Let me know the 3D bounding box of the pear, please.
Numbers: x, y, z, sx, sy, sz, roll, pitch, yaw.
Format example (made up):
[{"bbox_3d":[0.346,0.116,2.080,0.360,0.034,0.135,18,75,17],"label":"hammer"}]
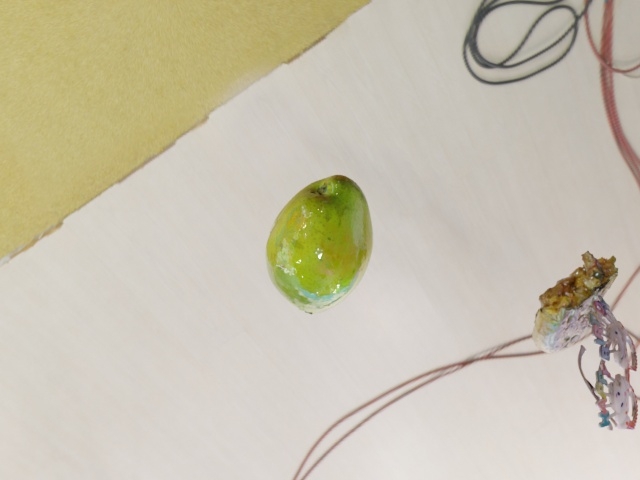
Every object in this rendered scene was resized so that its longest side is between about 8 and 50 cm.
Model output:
[{"bbox_3d":[0.000,0.000,0.943,0.187,0.187,0.220,7,122,-18],"label":"pear"}]

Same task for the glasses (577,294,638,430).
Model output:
[{"bbox_3d":[0.500,0.224,1.037,0.095,0.256,0.162,-16,138,37],"label":"glasses"}]

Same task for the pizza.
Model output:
[{"bbox_3d":[0.491,0.116,1.126,0.229,0.081,0.289,-53,146,9],"label":"pizza"}]
